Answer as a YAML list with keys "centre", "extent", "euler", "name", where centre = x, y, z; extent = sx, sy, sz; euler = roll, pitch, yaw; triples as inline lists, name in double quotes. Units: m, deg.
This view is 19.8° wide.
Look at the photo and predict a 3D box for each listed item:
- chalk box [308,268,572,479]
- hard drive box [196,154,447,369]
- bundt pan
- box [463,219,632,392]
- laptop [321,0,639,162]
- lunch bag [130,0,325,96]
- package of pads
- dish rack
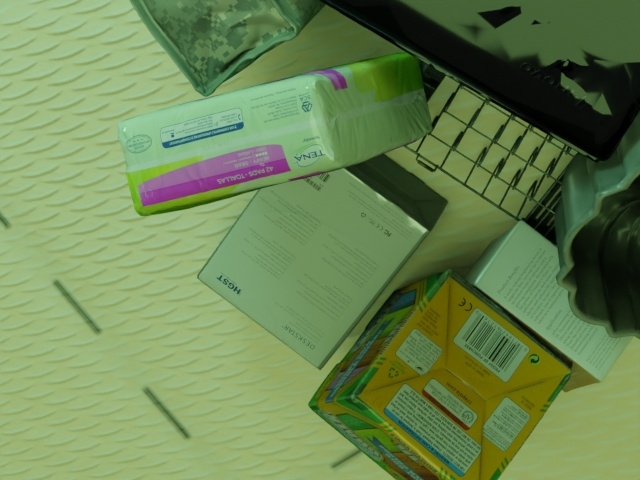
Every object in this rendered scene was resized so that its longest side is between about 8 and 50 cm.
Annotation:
- centre: [0.117, 0.167, 2.015]
  extent: [0.180, 0.289, 0.179]
  euler: [39, 76, -4]
  name: "chalk box"
- centre: [0.000, 0.000, 2.062]
  extent: [0.181, 0.089, 0.232]
  euler: [37, 120, -1]
  name: "hard drive box"
- centre: [0.381, -0.042, 1.830]
  extent: [0.331, 0.124, 0.331]
  euler: [-8, 141, -7]
  name: "bundt pan"
- centre: [0.241, 0.074, 1.978]
  extent: [0.170, 0.130, 0.091]
  euler: [37, 77, -1]
  name: "box"
- centre: [0.222, -0.366, 1.726]
  extent: [0.382, 0.408, 0.236]
  euler: [31, 152, 3]
  name: "laptop"
- centre: [-0.109, -0.333, 1.857]
  extent: [0.169, 0.235, 0.287]
  euler: [-31, 101, 34]
  name: "lunch bag"
- centre: [-0.043, -0.106, 1.814]
  extent: [0.229, 0.296, 0.101]
  euler: [-13, 94, 24]
  name: "package of pads"
- centre: [0.213, -0.121, 1.930]
  extent: [0.271, 0.074, 0.208]
  euler: [33, 131, -2]
  name: "dish rack"
